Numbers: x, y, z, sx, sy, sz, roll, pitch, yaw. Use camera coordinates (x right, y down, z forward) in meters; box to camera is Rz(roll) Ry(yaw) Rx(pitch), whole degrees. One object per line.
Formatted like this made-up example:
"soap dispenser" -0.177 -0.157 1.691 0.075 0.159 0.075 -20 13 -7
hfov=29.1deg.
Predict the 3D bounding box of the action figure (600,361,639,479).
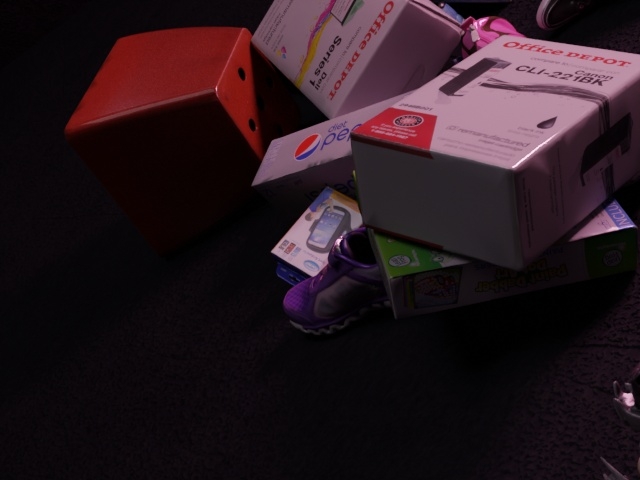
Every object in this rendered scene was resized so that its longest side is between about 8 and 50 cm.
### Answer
"action figure" 0.314 0.129 0.941 0.285 0.099 0.185 -49 36 -6

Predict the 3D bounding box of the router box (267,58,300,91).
"router box" 0.027 -0.361 2.065 0.243 0.081 0.309 -51 28 -18

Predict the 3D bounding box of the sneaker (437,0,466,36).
"sneaker" 0.140 -0.316 1.858 0.162 0.073 0.063 -23 32 32

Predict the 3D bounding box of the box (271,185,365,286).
"box" 0.000 0.000 1.584 0.081 0.028 0.136 29 69 31

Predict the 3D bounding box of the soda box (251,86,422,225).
"soda box" 0.048 -0.106 1.634 0.286 0.098 0.091 -15 42 42

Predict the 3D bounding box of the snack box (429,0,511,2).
"snack box" 0.215 -0.443 1.878 0.174 0.070 0.207 2 44 14

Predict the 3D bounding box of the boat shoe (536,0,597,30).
"boat shoe" 0.348 -0.330 1.636 0.142 0.049 0.040 -41 27 -3

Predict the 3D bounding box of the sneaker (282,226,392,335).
"sneaker" 0.039 0.036 1.432 0.236 0.104 0.095 -19 36 39

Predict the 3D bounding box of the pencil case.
"pencil case" 0.246 -0.223 1.552 0.095 0.098 0.209 -41 27 1

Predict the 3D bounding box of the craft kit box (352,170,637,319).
"craft kit box" 0.172 -0.025 1.291 0.246 0.061 0.250 -9 29 -2

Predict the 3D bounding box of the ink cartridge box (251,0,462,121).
"ink cartridge box" 0.046 -0.293 1.762 0.201 0.117 0.278 -57 41 15

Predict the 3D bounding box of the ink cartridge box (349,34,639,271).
"ink cartridge box" 0.194 -0.099 1.243 0.197 0.114 0.273 17 38 39

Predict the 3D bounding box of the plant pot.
"plant pot" -0.186 -0.178 1.895 0.235 0.267 0.267 -17 35 28
